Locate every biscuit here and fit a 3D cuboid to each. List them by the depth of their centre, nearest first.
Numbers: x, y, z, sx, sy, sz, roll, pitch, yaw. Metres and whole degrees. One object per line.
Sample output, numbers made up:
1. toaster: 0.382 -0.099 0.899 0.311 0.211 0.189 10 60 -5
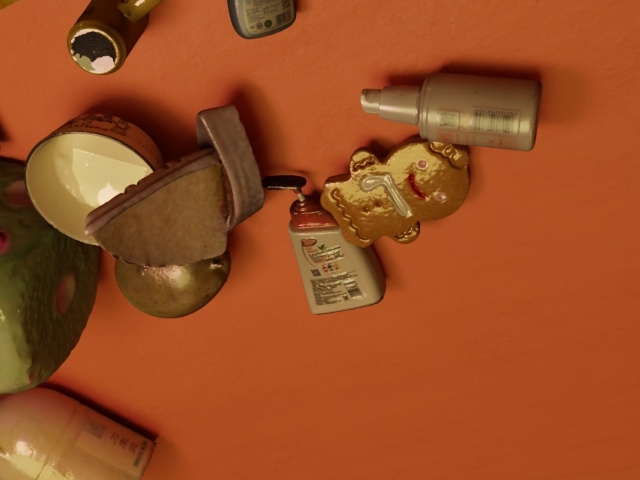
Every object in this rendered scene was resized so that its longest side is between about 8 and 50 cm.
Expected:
1. biscuit: 0.125 -0.077 1.497 0.249 0.035 0.184 -21 117 21

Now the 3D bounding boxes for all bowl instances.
1. bowl: -0.361 -0.114 1.599 0.238 0.126 0.237 4 129 5

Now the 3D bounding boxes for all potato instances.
1. potato: -0.258 0.054 1.714 0.174 0.159 0.251 23 155 -39

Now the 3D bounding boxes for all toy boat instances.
1. toy boat: -0.211 -0.063 1.526 0.111 0.293 0.276 46 173 33

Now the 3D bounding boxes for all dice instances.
1. dice: -0.608 0.063 1.732 0.330 0.322 0.318 11 134 9

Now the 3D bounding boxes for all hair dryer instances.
1. hair dryer: -0.242 -0.351 1.358 0.279 0.135 0.090 -32 116 28

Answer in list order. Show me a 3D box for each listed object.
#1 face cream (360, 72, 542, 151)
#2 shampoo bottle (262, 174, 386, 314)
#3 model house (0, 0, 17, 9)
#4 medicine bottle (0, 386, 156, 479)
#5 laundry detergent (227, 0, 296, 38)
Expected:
1. face cream: 0.182 -0.188 1.361 0.252 0.101 0.101 8 133 15
2. shampoo bottle: 0.000 0.000 1.625 0.153 0.071 0.284 -11 124 24
3. model house: -0.555 -0.412 1.270 0.340 0.323 0.300 4 132 17
4. medicine bottle: -0.606 0.471 2.169 0.406 0.235 0.235 30 134 -9
5. laundry detergent: -0.089 -0.381 1.299 0.097 0.061 0.206 -14 130 -9
